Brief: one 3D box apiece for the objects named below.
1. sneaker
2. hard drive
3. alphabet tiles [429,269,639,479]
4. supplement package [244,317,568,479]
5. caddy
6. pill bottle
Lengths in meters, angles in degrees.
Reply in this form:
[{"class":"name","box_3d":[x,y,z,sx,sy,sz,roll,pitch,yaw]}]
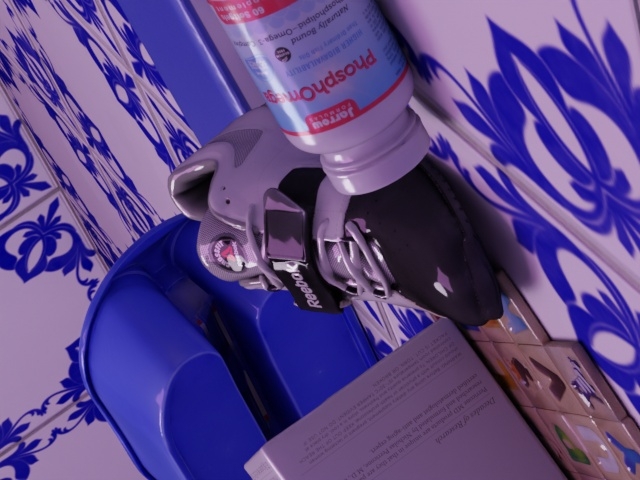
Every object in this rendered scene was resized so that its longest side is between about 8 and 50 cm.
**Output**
[{"class":"sneaker","box_3d":[0.000,0.000,1.281,0.330,0.146,0.122,34,149,58]},{"class":"hard drive","box_3d":[-0.114,-0.178,1.516,0.319,0.040,0.210,61,168,-27]},{"class":"alphabet tiles","box_3d":[0.170,0.141,1.340,0.285,0.011,0.342,56,169,-5]},{"class":"supplement package","box_3d":[0.099,0.233,1.421,0.293,0.175,0.177,54,168,5]},{"class":"caddy","box_3d":[-0.086,0.124,1.792,0.179,0.241,0.341,35,158,43]},{"class":"pill bottle","box_3d":[0.001,-0.109,1.108,0.160,0.087,0.087,59,168,-25]}]
